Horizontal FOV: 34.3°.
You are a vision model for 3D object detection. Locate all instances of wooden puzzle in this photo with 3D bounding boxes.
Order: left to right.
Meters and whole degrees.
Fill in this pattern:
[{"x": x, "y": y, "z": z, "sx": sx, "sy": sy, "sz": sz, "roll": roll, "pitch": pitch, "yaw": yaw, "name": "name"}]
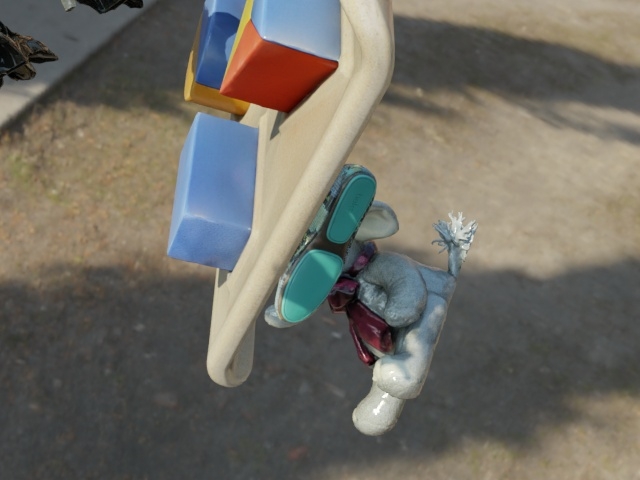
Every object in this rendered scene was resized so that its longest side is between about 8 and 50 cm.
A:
[{"x": -0.039, "y": -0.122, "z": 0.692, "sx": 0.080, "sy": 0.348, "sz": 0.322, "roll": 10, "pitch": 50, "yaw": -12, "name": "wooden puzzle"}]

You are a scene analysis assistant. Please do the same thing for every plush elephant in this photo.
[{"x": 0.047, "y": 0.064, "z": 1.424, "sx": 0.255, "sy": 0.272, "sz": 0.330, "roll": 23, "pitch": 73, "yaw": 4, "name": "plush elephant"}]

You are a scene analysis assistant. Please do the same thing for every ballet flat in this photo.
[{"x": 0.000, "y": 0.000, "z": 1.130, "sx": 0.070, "sy": 0.188, "sz": 0.070, "roll": 30, "pitch": 8, "yaw": -5, "name": "ballet flat"}]

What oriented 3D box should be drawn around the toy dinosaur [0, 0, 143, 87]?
[{"x": -0.224, "y": -0.224, "z": 0.674, "sx": 0.322, "sy": 0.164, "sz": 0.218, "roll": -36, "pitch": 99, "yaw": -52, "name": "toy dinosaur"}]
